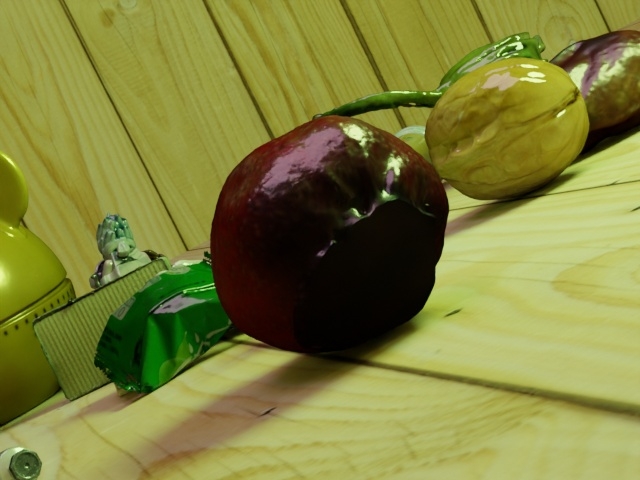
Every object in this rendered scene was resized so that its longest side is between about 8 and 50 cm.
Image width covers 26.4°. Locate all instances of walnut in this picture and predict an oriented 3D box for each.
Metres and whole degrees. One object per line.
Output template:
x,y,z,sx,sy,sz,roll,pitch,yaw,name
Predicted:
0.216,-0.130,1.603,0.206,0.159,0.159,-28,3,39,walnut

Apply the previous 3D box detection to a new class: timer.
-0.532,0.082,1.954,0.376,0.387,0.376,-25,8,4,timer

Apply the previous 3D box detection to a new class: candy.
-0.171,0.090,1.579,0.203,0.078,0.141,-42,47,-15,candy

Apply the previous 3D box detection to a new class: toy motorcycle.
-0.266,0.056,1.907,0.108,0.204,0.239,-16,0,-45,toy motorcycle

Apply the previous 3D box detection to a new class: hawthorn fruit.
0.000,0.000,1.216,0.215,0.215,0.249,-29,1,-23,hawthorn fruit

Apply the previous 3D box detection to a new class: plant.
0.193,-0.184,2.006,0.333,0.180,0.251,-21,-6,-24,plant

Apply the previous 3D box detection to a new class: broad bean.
0.339,-0.178,1.717,0.228,0.122,0.156,-32,31,-1,broad bean

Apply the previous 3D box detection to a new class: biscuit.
-0.266,0.114,1.781,0.199,0.121,0.040,-25,2,6,biscuit

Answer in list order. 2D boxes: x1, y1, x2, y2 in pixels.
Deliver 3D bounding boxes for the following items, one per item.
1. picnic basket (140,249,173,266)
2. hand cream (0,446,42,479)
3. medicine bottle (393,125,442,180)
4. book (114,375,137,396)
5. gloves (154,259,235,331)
-0.281,0.081,2.119,0.137,0.128,0.178,-30,-4,-17,picnic basket
-0.322,0.233,1.334,0.067,0.042,0.194,-32,3,-37,hand cream
0.095,-0.082,2.012,0.108,0.108,0.426,-24,6,22,medicine bottle
-0.202,0.135,1.630,0.111,0.014,0.077,-27,42,-5,book
-0.125,0.070,1.687,0.229,0.097,0.119,-10,42,32,gloves
